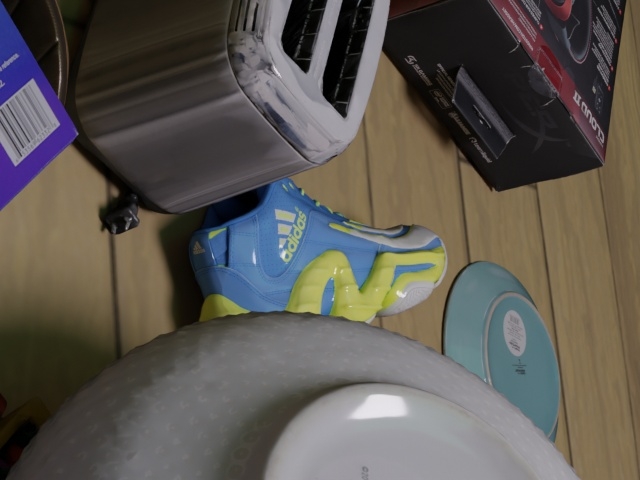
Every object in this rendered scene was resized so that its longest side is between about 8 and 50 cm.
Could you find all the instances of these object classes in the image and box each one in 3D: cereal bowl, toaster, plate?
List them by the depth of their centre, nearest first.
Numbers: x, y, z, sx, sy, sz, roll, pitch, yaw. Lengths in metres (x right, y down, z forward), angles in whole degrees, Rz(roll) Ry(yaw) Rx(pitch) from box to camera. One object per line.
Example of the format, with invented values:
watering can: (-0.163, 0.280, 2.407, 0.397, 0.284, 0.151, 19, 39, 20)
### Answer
cereal bowl: (0.017, 0.169, 0.682, 0.339, 0.141, 0.339, 17, 49, -21)
toaster: (-0.053, -0.114, 0.901, 0.129, 0.146, 0.227, 46, 44, -36)
plate: (0.159, 0.107, 1.243, 0.188, 0.024, 0.188, 24, 60, -49)

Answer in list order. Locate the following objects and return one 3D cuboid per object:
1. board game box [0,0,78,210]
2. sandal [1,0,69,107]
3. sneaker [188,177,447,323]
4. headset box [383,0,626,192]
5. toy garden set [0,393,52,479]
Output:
board game box: (-0.261, 0.046, 0.457, 0.078, 0.233, 0.347, 62, 36, -21)
sandal: (-0.180, -0.135, 0.800, 0.060, 0.090, 0.219, 28, 46, -75)
sneaker: (0.000, 0.000, 0.988, 0.240, 0.091, 0.126, -29, 102, -55)
headset box: (0.159, -0.202, 1.277, 0.218, 0.110, 0.293, 47, 43, -36)
toy garden set: (-0.213, 0.097, 0.675, 0.203, 0.049, 0.244, 61, 36, -21)
